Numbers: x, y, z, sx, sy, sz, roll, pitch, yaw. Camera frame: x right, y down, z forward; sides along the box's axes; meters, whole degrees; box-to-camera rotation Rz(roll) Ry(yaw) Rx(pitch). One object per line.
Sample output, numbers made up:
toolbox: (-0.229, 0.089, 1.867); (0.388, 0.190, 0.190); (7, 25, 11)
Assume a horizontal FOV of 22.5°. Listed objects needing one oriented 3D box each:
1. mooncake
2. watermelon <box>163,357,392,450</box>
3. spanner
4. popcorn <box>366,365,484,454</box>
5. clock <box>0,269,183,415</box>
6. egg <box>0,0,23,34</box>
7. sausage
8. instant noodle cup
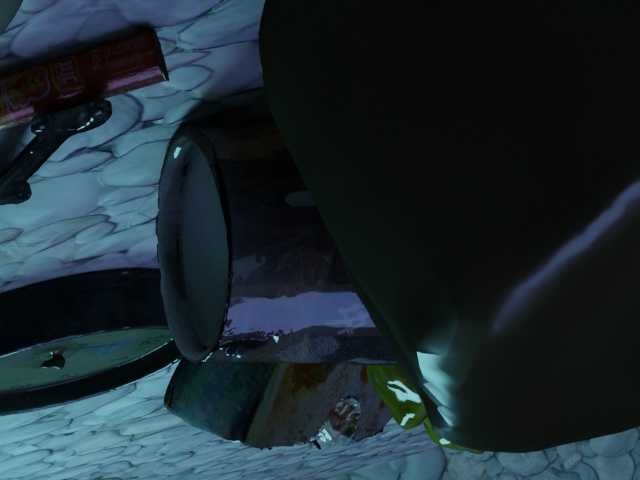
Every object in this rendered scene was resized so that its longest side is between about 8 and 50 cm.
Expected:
mooncake: (0.204, -0.083, 0.912); (0.467, 0.262, 0.467); (-20, 153, -11)
watermelon: (-0.043, 0.112, 1.669); (0.188, 0.175, 0.322); (15, 179, 26)
spanner: (-0.192, -0.052, 1.064); (0.054, 0.015, 0.254); (-11, 173, -26)
popcorn: (0.143, 0.033, 1.388); (0.250, 0.242, 0.235); (-45, 154, 21)
clock: (-0.250, 0.103, 1.535); (0.281, 0.055, 0.280); (-15, 164, -4)
egg: (-0.186, -0.127, 0.708); (0.152, 0.114, 0.114); (-34, 158, 32)
sausage: (-0.159, -0.096, 0.989); (0.129, 0.034, 0.034); (-16, 164, 2)
instant noodle cup: (0.000, 0.000, 1.182); (0.207, 0.217, 0.217); (-2, 160, -22)
